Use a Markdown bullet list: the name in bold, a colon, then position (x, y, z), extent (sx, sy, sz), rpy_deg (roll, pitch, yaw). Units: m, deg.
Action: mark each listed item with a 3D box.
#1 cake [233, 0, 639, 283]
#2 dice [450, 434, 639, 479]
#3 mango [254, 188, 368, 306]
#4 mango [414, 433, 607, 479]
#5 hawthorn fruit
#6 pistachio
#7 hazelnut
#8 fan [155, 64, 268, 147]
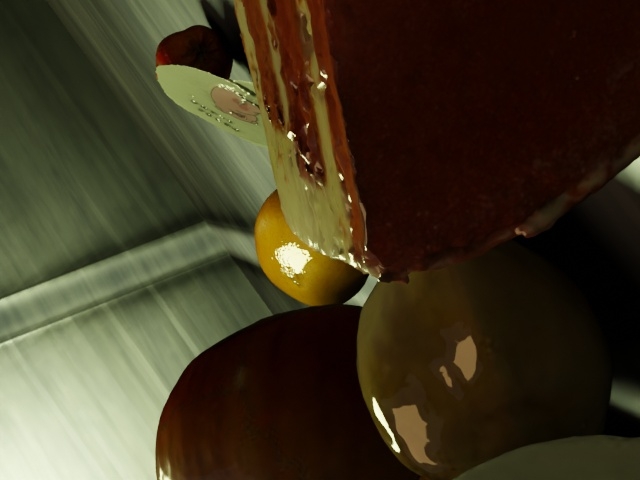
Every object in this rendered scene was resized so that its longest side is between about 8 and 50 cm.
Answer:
- **cake**: position (-0.006, -0.105, 0.410), extent (0.262, 0.159, 0.158), rpy_deg (41, 174, -15)
- **dice**: position (0.170, 0.261, 0.524), extent (0.259, 0.243, 0.251), rpy_deg (-7, 128, 32)
- **mango**: position (0.000, 0.000, 1.156), extent (0.145, 0.112, 0.219), rpy_deg (55, 159, -2)
- **mango**: position (0.164, 0.226, 0.845), extent (0.160, 0.191, 0.290), rpy_deg (48, 176, -1)
- **hawthorn fruit**: position (-0.143, -0.195, 1.214), extent (0.093, 0.093, 0.093), rpy_deg (53, 171, 12)
- **pistachio**: position (0.102, 0.068, 0.737), extent (0.260, 0.163, 0.212), rpy_deg (-107, 5, -76)
- **hazelnut**: position (0.002, 0.248, 1.142), extent (0.359, 0.359, 0.409), rpy_deg (50, 168, 28)
- **fan**: position (-0.073, -0.145, 1.094), extent (0.182, 0.010, 0.310), rpy_deg (27, 167, -16)
